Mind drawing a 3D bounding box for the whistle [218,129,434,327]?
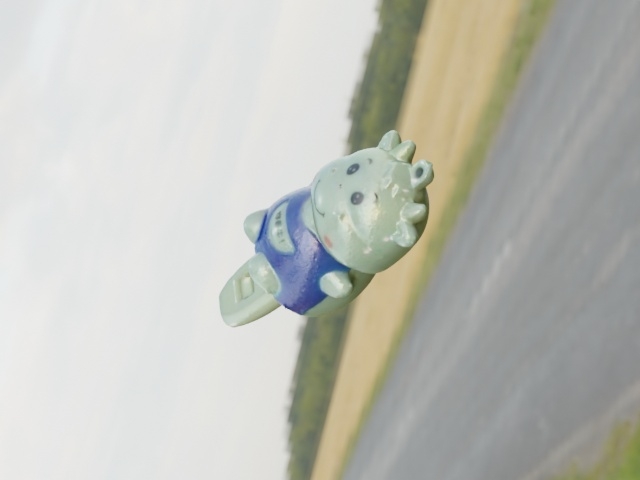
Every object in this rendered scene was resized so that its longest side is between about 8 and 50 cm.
[{"bbox_3d":[0.000,0.000,1.450,0.244,0.092,0.110,-33,54,38],"label":"whistle"}]
